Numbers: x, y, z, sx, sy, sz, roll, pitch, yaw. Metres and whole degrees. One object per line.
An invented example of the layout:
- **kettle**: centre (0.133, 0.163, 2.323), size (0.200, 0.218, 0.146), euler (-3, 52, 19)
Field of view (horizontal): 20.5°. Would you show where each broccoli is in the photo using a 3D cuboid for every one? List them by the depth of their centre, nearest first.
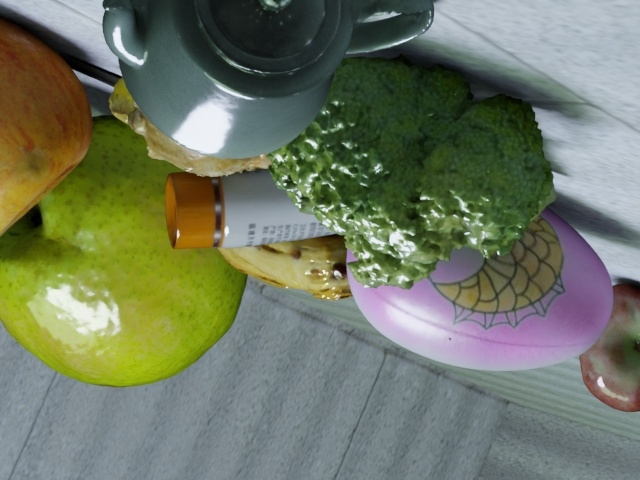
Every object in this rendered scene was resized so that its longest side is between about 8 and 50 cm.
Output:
- **broccoli**: centre (0.067, -0.042, 1.499), size (0.254, 0.186, 0.302), euler (13, 166, 8)

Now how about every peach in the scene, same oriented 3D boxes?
- **peach**: centre (0.374, 0.126, 2.055), size (0.152, 0.152, 0.152), euler (23, 174, 3)

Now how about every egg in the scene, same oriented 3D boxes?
- **egg**: centre (0.161, 0.034, 1.790), size (0.271, 0.196, 0.196), euler (10, 176, -11)

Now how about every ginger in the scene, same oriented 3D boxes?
- **ginger**: centre (-0.112, -0.122, 1.851), size (0.157, 0.102, 0.216), euler (-5, 160, 20)

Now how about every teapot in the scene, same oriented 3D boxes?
- **teapot**: centre (-0.038, -0.153, 1.215), size (0.239, 0.162, 0.149), euler (-1, 168, -17)

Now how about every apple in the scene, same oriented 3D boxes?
- **apple**: centre (-0.426, -0.137, 2.066), size (0.275, 0.299, 0.299), euler (52, 171, -3)

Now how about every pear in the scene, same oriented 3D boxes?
- **pear**: centre (-0.282, 0.004, 2.356), size (0.391, 0.391, 0.391), euler (23, 174, 3)

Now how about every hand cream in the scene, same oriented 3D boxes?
- **hand cream**: centre (-0.013, -0.037, 1.970), size (0.314, 0.089, 0.140), euler (-1, 180, -16)

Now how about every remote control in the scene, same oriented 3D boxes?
- **remote control**: centre (-0.274, -0.201, 2.130), size (0.091, 0.016, 0.034), euler (23, 178, 3)

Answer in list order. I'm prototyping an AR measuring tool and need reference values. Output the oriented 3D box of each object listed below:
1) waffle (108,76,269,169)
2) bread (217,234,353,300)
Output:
- **waffle**: centre (-0.101, -0.114, 2.067), size (0.229, 0.057, 0.219), euler (17, 172, 36)
- **bread**: centre (0.000, 0.000, 2.124), size (0.235, 0.099, 0.210), euler (20, -154, 40)
